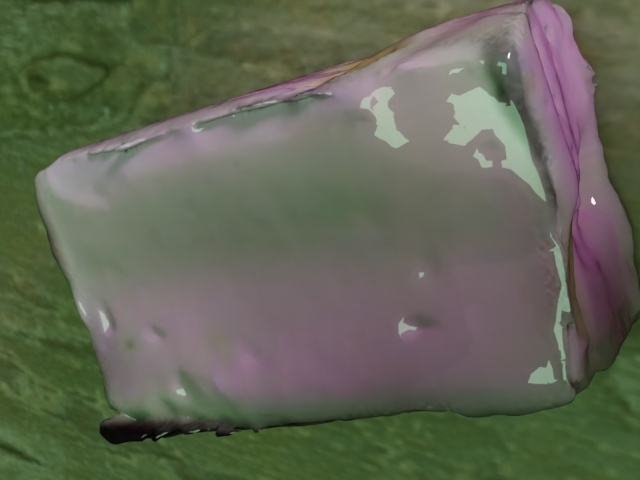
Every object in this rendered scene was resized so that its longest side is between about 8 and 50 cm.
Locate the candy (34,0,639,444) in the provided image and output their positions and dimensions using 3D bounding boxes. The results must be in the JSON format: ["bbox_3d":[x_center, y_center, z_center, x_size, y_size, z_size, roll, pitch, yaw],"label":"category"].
[{"bbox_3d":[0.000,0.000,0.432,0.265,0.115,0.156,-12,97,35],"label":"candy"}]
